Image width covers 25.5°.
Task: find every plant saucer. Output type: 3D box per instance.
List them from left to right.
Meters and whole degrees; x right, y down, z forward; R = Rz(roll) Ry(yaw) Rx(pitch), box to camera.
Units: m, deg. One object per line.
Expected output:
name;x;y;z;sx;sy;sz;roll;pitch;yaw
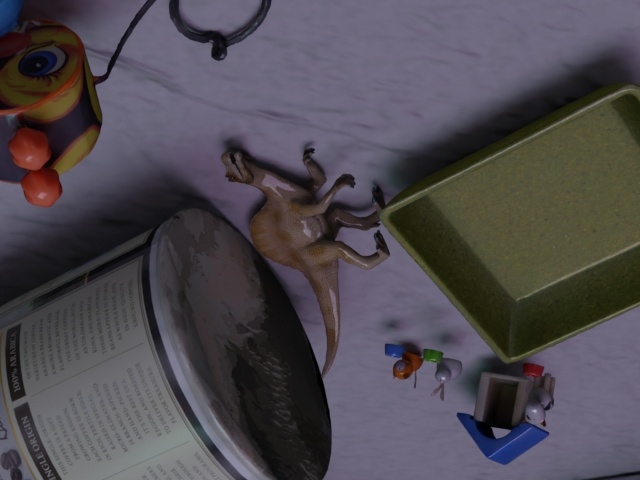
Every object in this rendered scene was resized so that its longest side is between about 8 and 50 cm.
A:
plant saucer;0.162;-0.017;0.957;0.188;0.045;0.188;-27;131;20

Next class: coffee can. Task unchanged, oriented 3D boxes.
coffee can;-0.160;0.125;0.956;0.275;0.201;0.201;-26;130;19

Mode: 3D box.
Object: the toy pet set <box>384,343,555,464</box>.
toy pet set;0.116;0.126;1.051;0.122;0.065;0.114;6;167;28

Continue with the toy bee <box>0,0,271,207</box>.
toy bee;-0.190;-0.088;0.780;0.298;0.162;0.195;-23;130;16

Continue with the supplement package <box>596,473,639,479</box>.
supplement package;0.311;0.353;1.218;0.199;0.198;0.262;-9;133;4

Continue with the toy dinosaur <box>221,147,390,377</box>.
toy dinosaur;0.000;0.000;0.957;0.093;0.053;0.183;-17;117;21
